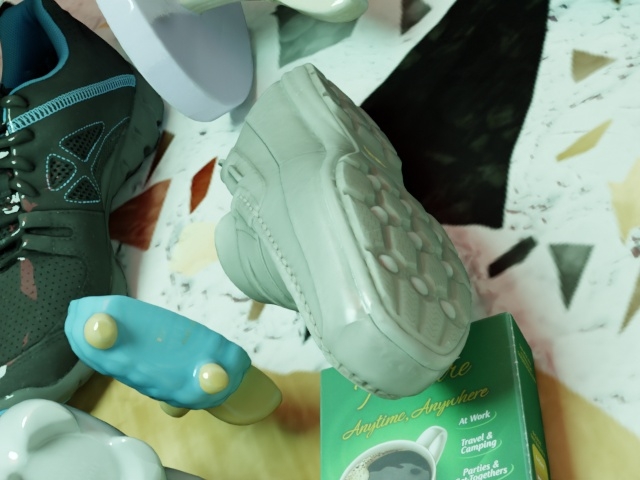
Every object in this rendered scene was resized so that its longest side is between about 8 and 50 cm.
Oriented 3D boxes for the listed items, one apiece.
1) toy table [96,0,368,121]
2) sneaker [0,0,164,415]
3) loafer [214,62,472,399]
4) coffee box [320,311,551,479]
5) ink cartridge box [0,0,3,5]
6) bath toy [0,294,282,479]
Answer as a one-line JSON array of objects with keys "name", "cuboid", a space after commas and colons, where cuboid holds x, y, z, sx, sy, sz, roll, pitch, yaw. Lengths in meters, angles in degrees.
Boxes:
[{"name": "toy table", "cuboid": [-0.073, -0.242, 0.876, 0.160, 0.252, 0.274, -28, 80, 25]}, {"name": "sneaker", "cuboid": [-0.209, -0.027, 0.848, 0.125, 0.140, 0.341, -18, 46, 22]}, {"name": "loafer", "cuboid": [0.000, 0.000, 0.673, 0.111, 0.112, 0.319, -46, 21, 12]}, {"name": "coffee box", "cuboid": [0.056, 0.129, 0.577, 0.113, 0.040, 0.184, -21, 43, 20]}, {"name": "ink cartridge box", "cuboid": [-0.369, -0.152, 0.947, 0.384, 0.160, 0.279, -39, 26, 43]}, {"name": "bath toy", "cuboid": [-0.148, 0.200, 0.602, 0.348, 0.151, 0.129, -61, 14, -19]}]
